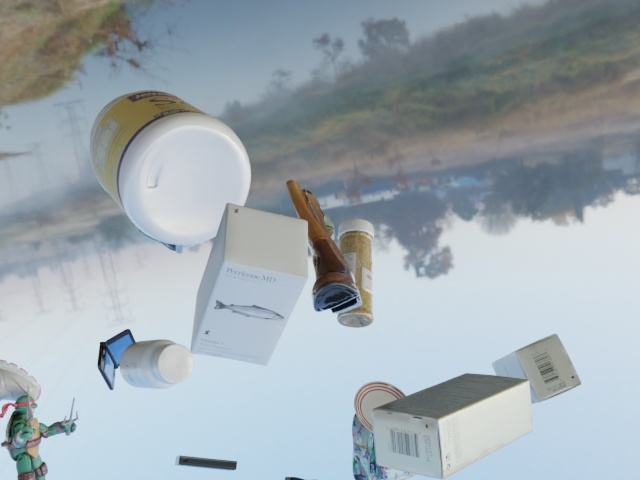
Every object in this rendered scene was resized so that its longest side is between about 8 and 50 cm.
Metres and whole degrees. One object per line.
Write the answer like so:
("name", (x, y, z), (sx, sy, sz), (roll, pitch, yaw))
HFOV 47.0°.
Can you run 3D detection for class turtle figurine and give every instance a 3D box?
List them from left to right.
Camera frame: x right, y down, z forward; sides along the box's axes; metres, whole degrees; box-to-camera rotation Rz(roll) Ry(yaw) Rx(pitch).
("turtle figurine", (-0.547, 0.384, 1.412), (0.118, 0.234, 0.175), (-2, 180, 17))

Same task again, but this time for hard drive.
("hard drive", (-0.270, 0.525, 1.734), (0.135, 0.022, 0.094), (10, 160, -13))

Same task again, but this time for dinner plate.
("dinner plate", (0.140, 0.379, 1.648), (0.141, 0.141, 0.017), (-15, 144, -33))

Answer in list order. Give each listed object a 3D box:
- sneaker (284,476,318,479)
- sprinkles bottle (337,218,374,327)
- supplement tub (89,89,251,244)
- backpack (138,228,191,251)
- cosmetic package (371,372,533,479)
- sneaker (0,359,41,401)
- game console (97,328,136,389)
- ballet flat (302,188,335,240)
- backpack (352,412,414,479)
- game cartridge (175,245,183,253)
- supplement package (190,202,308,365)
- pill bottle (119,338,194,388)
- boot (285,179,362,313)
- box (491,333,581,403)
("sneaker", (-0.060, 0.868, 2.349), (0.118, 0.222, 0.083), (2, 152, -3))
("sprinkles bottle", (0.115, 0.106, 2.429), (0.121, 0.355, 0.121), (2, 150, 1))
("supplement tub", (-0.299, -0.152, 1.402), (0.241, 0.241, 0.331), (-14, -153, -26))
("backpack", (-0.369, -0.066, 1.891), (0.144, 0.166, 0.188), (-10, -148, -44))
("cosmetic package", (0.258, 0.345, 1.412), (0.309, 0.113, 0.160), (-6, -178, -44))
("sneaker", (-0.678, 0.294, 1.430), (0.252, 0.111, 0.103), (13, 141, -15))
("game console", (-0.581, 0.345, 2.128), (0.085, 0.124, 0.144), (-6, 140, -1))
("ballet flat", (-0.024, -0.068, 1.919), (0.077, 0.079, 0.221), (-31, -147, 5))
("backpack", (0.214, 0.643, 2.350), (0.225, 0.253, 0.191), (-1, 172, -35))
("game cartridge", (-0.291, -0.018, 1.521), (0.017, 0.083, 0.056), (1, 150, -11))
("supplement package", (-0.091, 0.058, 0.921), (0.105, 0.179, 0.105), (12, -138, -14))
("pill bottle", (-0.434, 0.330, 1.965), (0.131, 0.131, 0.229), (-15, -179, -38))
("boot", (0.000, 0.000, 1.492), (0.096, 0.280, 0.264), (-23, 167, 14))
("box", (0.571, 0.355, 1.977), (0.121, 0.148, 0.311), (-22, 164, -5))
